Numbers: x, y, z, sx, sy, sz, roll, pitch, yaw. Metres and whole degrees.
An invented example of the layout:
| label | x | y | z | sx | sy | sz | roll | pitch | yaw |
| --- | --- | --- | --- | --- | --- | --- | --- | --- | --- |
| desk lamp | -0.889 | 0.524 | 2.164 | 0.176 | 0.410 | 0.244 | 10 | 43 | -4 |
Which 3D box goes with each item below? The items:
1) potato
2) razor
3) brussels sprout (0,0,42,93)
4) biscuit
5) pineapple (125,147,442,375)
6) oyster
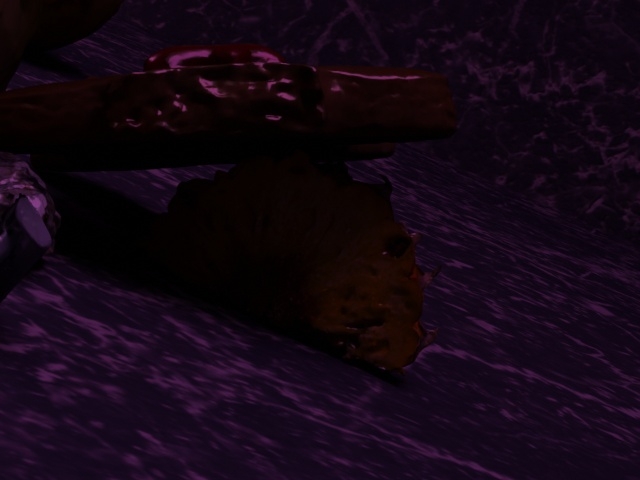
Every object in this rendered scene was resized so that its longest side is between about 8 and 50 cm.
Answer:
| label | x | y | z | sx | sy | sz | roll | pitch | yaw |
| --- | --- | --- | --- | --- | --- | --- | --- | --- | --- |
| potato | -0.389 | -0.335 | 2.404 | 0.246 | 0.196 | 0.299 | 0 | -8 | -35 |
| razor | -0.300 | -0.006 | 1.033 | 0.277 | 0.056 | 0.111 | 12 | -25 | -22 |
| brussels sprout | -0.353 | -0.202 | 1.472 | 0.259 | 0.227 | 0.294 | 23 | -14 | -26 |
| biscuit | -0.079 | -0.105 | 1.498 | 0.368 | 0.076 | 0.394 | -3 | -1 | 1 |
| pineapple | 0.005 | 0.002 | 1.466 | 0.249 | 0.140 | 0.164 | 23 | 7 | 27 |
| oyster | -0.240 | -0.031 | 1.290 | 0.177 | 0.064 | 0.125 | 25 | 13 | 25 |
